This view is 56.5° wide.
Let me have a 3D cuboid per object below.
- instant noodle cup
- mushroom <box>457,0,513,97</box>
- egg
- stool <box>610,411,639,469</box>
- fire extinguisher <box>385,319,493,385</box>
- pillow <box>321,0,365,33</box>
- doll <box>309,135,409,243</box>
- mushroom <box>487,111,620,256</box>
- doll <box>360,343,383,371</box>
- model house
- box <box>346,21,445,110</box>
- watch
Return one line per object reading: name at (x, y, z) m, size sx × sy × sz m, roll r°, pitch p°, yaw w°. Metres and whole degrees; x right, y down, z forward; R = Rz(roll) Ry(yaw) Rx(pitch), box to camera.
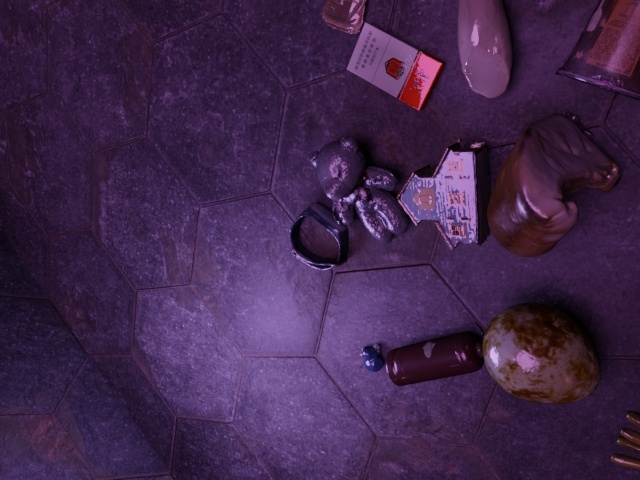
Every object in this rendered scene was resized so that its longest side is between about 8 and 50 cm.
instant noodle cup at (0.623, -0.403, 1.202) m, size 0.217 × 0.217 × 0.207 m, roll 28°, pitch 113°, yaw 23°
mushroom at (0.379, -0.508, 1.378) m, size 0.128 × 0.128 × 0.350 m, roll 3°, pitch 103°, yaw 33°
egg at (0.544, 0.281, 1.463) m, size 0.289 × 0.238 × 0.238 m, roll 24°, pitch 120°, yaw -1°
stool at (0.785, 0.500, 1.449) m, size 0.110 × 0.134 × 0.135 m, roll 21°, pitch 72°, yaw 31°
fire extinguisher at (0.348, 0.320, 1.680) m, size 0.337 × 0.114 × 0.135 m, roll -21°, pitch 80°, yaw 37°
pillow at (0.076, -0.665, 1.580) m, size 0.135 × 0.034 × 0.211 m, roll 27°, pitch 121°, yaw 22°
doll at (0.102, -0.131, 1.665) m, size 0.246 × 0.158 × 0.340 m, roll -30°, pitch 91°, yaw 49°
mushroom at (0.451, -0.086, 1.301) m, size 0.224 × 0.397 × 0.314 m, roll 47°, pitch 128°, yaw 14°
doll at (0.158, 0.371, 1.866) m, size 0.076 × 0.050 × 0.083 m, roll -18°, pitch 97°, yaw 41°
model house at (0.314, -0.119, 1.511) m, size 0.206 × 0.178 × 0.271 m, roll 1°, pitch 109°, yaw 27°
box at (0.194, -0.459, 1.568) m, size 0.245 × 0.035 × 0.139 m, roll 37°, pitch 122°, yaw 19°
watch at (0.000, 0.000, 1.836) m, size 0.206 × 0.068 × 0.193 m, roll 38°, pitch 126°, yaw 22°
